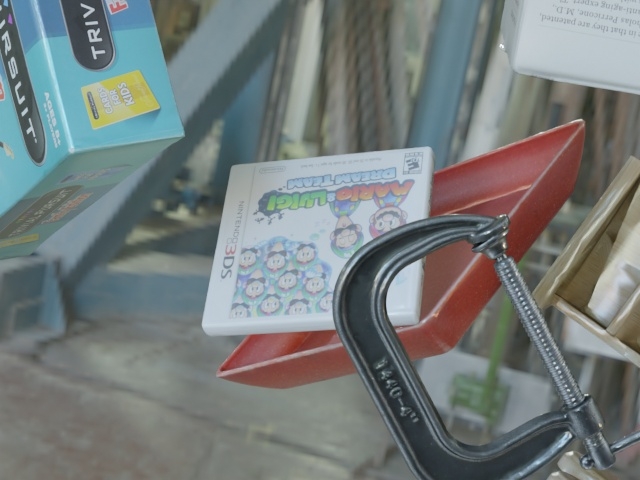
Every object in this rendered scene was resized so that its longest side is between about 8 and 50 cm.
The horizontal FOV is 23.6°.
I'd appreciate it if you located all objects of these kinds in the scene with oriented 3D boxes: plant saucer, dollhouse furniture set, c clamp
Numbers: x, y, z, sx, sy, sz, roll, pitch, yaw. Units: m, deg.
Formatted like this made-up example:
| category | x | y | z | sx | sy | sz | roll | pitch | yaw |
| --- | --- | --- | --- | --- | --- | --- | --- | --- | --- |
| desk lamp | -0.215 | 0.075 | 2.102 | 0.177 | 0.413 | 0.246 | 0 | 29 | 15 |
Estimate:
| category | x | y | z | sx | sy | sz | roll | pitch | yaw |
| --- | --- | --- | --- | --- | --- | --- | --- | --- | --- |
| plant saucer | 0.072 | 0.023 | 1.208 | 0.259 | 0.048 | 0.258 | -20 | 22 | 50 |
| dollhouse furniture set | 0.319 | 0.054 | 1.299 | 0.256 | 0.362 | 0.394 | 36 | 6 | 12 |
| c clamp | 0.087 | 0.052 | 0.726 | 0.137 | 0.161 | 0.022 | -34 | 11 | 0 |

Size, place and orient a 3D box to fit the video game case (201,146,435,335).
| category | x | y | z | sx | sy | sz | roll | pitch | yaw |
| --- | --- | --- | --- | --- | --- | --- | --- | --- | --- |
| video game case | 0.000 | 0.000 | 1.091 | 0.157 | 0.143 | 0.019 | -4 | -35 | 18 |

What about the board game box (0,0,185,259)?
| category | x | y | z | sx | sy | sz | roll | pitch | yaw |
| --- | --- | --- | --- | --- | --- | --- | --- | --- | --- |
| board game box | -0.219 | -0.140 | 1.061 | 0.079 | 0.254 | 0.336 | -11 | -8 | -29 |

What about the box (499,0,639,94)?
| category | x | y | z | sx | sy | sz | roll | pitch | yaw |
| --- | --- | --- | --- | --- | --- | --- | --- | --- | --- |
| box | 0.225 | -0.173 | 1.061 | 0.181 | 0.119 | 0.181 | 10 | 17 | 2 |
